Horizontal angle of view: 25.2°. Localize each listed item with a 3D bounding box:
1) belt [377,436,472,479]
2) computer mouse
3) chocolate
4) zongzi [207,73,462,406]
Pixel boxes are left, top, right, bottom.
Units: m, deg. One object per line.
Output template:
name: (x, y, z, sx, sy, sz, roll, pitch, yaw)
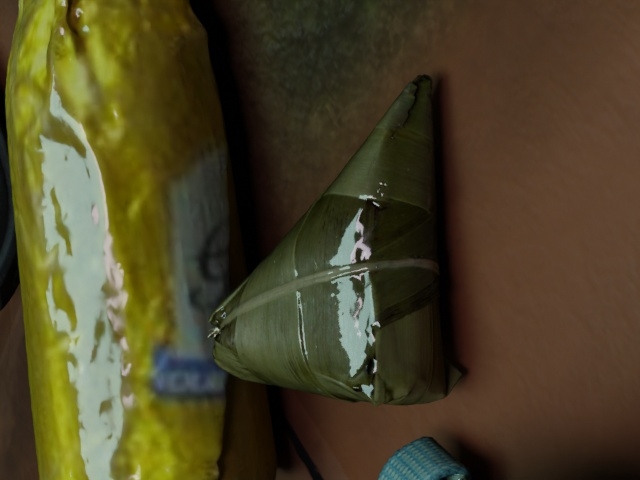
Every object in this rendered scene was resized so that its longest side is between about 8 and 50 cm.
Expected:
belt: (0.041, 0.198, 0.794, 0.065, 0.100, 0.179, -143, 53, -61)
computer mouse: (-0.275, -0.052, 1.158, 0.126, 0.071, 0.231, 124, 134, -63)
chocolate: (-0.130, -0.035, 0.890, 0.162, 0.162, 0.445, 4, 104, 53)
zongzi: (0.000, 0.000, 0.797, 0.160, 0.078, 0.176, 2, 96, 42)
